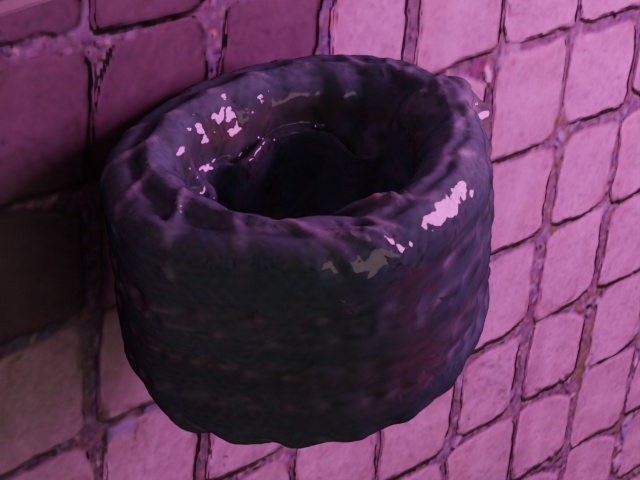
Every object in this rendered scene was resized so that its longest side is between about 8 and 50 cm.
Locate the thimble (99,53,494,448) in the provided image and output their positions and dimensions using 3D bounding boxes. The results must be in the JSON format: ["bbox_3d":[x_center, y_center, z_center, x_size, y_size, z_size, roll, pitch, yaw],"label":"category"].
[{"bbox_3d":[0.000,0.000,0.765,0.235,0.198,0.143,-25,131,-27],"label":"thimble"}]

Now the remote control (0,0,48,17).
[{"bbox_3d":[-0.233,-0.110,0.563,0.277,0.055,0.103,-26,131,-34],"label":"remote control"}]
